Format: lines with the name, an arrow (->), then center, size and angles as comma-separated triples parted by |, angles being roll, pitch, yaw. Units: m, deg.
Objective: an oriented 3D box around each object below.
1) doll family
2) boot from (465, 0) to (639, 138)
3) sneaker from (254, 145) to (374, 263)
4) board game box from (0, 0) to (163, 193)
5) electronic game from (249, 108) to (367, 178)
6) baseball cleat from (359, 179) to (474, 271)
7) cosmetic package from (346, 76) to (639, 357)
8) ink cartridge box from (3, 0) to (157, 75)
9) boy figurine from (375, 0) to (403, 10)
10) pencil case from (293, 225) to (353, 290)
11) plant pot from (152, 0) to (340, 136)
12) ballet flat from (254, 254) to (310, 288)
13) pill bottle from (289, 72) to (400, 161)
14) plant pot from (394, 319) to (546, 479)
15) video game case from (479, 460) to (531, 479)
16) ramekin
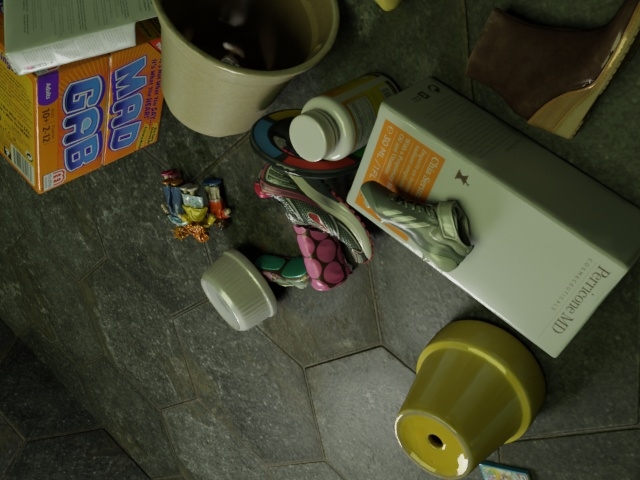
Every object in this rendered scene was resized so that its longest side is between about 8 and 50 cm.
doll family -> -0.350, -0.078, 1.771 | 0.263, 0.118, 0.163 | 15, 125, 38
boot -> 0.333, -0.283, 0.988 | 0.207, 0.090, 0.248 | 39, 141, 16
sneaker -> -0.006, -0.056, 1.391 | 0.299, 0.112, 0.121 | 44, -178, -19
board game box -> -0.622, -0.408, 1.626 | 0.356, 0.356, 0.356 | 43, 141, 15
electronic game -> -0.020, -0.188, 1.290 | 0.229, 0.229, 0.048 | 32, 133, 25
baseball cleat -> 0.161, -0.046, 1.097 | 0.206, 0.072, 0.109 | 43, 125, 8
cosmetic package -> 0.283, -0.048, 1.140 | 0.453, 0.161, 0.230 | 38, 136, 20
ink cartridge box -> -0.480, -0.507, 1.403 | 0.071, 0.330, 0.324 | 83, 172, -58
boy figurine -> 0.069, -0.513, 1.097 | 0.177, 0.092, 0.285 | -25, 98, 49
pencil case -> 0.000, 0.000, 1.506 | 0.095, 0.098, 0.209 | -102, -5, -71
plant pot -> -0.170, -0.364, 1.291 | 0.334, 0.334, 0.305 | 51, 151, 6
ballet flat -> -0.074, 0.080, 1.652 | 0.221, 0.077, 0.079 | 4, 137, 48
pill bottle -> 0.045, -0.217, 1.218 | 0.117, 0.215, 0.117 | 24, 130, 32
plant pot -> 0.274, 0.322, 1.325 | 0.254, 0.239, 0.254 | 22, 130, 29
video game case -> 0.429, 0.572, 1.518 | 0.119, 0.015, 0.166 | -4, 112, 46
ramekin -> -0.214, 0.133, 1.739 | 0.207, 0.109, 0.207 | 43, 157, 24
